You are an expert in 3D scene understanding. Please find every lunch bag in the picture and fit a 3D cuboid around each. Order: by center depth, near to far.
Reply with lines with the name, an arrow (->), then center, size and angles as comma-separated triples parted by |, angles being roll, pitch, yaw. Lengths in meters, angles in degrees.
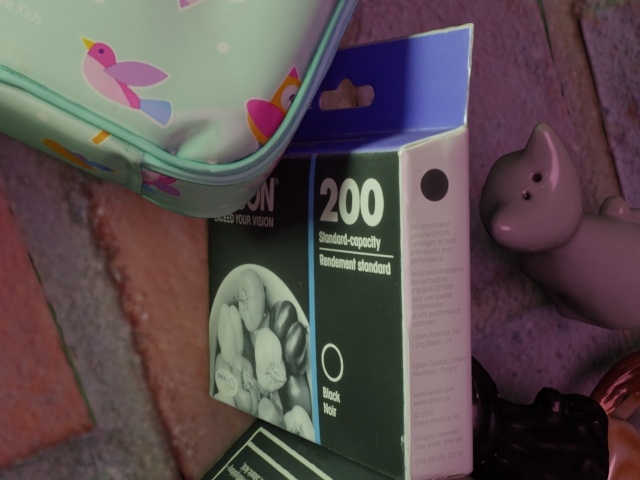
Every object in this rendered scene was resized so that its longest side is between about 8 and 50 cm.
lunch bag -> -0.114, -0.159, 0.464 | 0.279, 0.108, 0.224 | 27, 78, -7

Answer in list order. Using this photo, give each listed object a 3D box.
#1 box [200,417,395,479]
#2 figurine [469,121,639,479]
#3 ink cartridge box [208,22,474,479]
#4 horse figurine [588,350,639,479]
box -> -0.018, 0.269, 0.477 | 0.294, 0.296, 0.183 | -44, 109, -14
figurine -> 0.128, 0.053, 0.584 | 0.209, 0.092, 0.215 | 29, 80, -55
ink cartridge box -> 0.000, 0.000, 0.512 | 0.045, 0.206, 0.208 | -2, 94, -32
horse figurine -> 0.223, 0.191, 0.702 | 0.174, 0.066, 0.263 | -3, 97, -30
